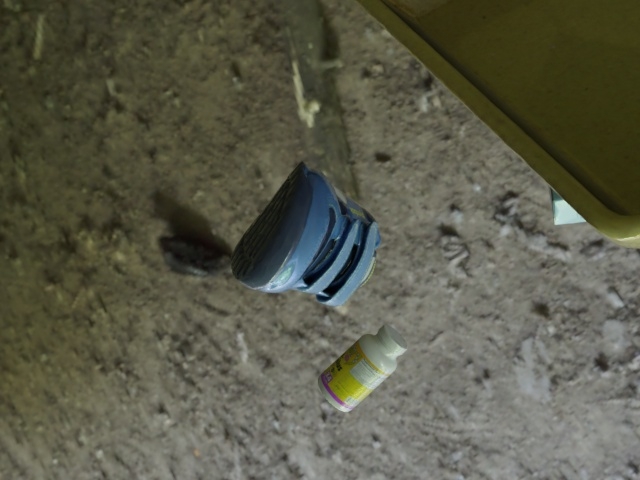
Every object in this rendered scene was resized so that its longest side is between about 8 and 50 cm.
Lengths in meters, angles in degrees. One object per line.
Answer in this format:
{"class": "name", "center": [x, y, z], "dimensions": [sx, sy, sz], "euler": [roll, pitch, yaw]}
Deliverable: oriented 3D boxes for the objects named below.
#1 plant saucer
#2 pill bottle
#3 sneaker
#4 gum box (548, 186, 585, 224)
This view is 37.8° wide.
{"class": "plant saucer", "center": [0.209, -0.144, 0.536], "dimensions": [0.332, 0.333, 0.081], "euler": [57, 171, 45]}
{"class": "pill bottle", "center": [0.040, 0.114, 0.851], "dimensions": [0.083, 0.043, 0.043], "euler": [-45, 66, 15]}
{"class": "sneaker", "center": [0.000, 0.000, 0.418], "dimensions": [0.059, 0.144, 0.053], "euler": [39, 101, -1]}
{"class": "gum box", "center": [0.314, -0.095, 0.923], "dimensions": [0.041, 0.184, 0.157], "euler": [70, -164, -47]}
